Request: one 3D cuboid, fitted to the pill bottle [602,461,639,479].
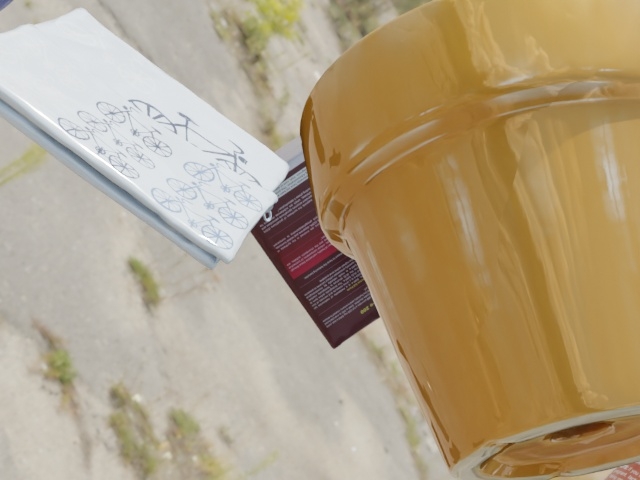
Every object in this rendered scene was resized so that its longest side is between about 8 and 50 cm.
[{"bbox_3d":[0.310,0.254,1.022,0.121,0.216,0.121,47,-8,9],"label":"pill bottle"}]

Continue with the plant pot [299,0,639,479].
[{"bbox_3d":[0.106,0.010,0.540,0.205,0.205,0.188,41,34,-60],"label":"plant pot"}]

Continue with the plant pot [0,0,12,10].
[{"bbox_3d":[-0.479,-0.416,1.402,0.236,0.236,0.212,34,66,-30],"label":"plant pot"}]

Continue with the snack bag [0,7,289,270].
[{"bbox_3d":[-0.178,-0.121,1.134,0.323,0.037,0.342,36,21,-1],"label":"snack bag"}]

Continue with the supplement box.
[{"bbox_3d":[0.000,0.000,1.390,0.239,0.130,0.073,57,-1,-20],"label":"supplement box"}]
